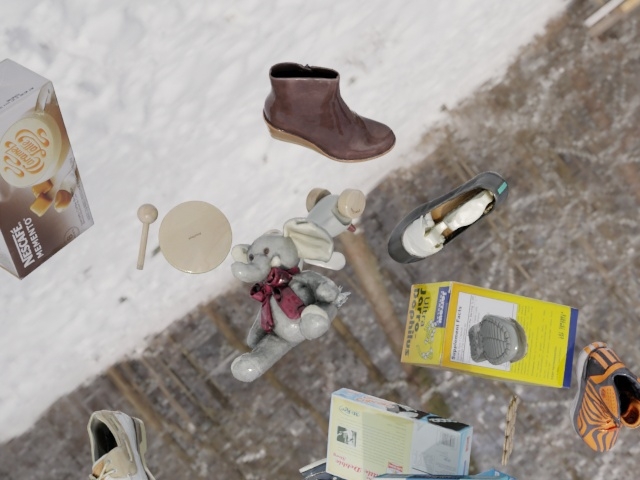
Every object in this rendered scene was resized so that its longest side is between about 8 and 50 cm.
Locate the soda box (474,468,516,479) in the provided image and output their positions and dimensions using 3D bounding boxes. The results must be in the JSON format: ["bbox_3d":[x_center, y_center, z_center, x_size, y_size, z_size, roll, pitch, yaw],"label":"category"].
[{"bbox_3d":[0.357,0.592,2.039,0.071,0.067,0.210,-36,-146,47],"label":"soda box"}]

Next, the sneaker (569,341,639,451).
[{"bbox_3d":[0.679,0.408,2.284,0.124,0.321,0.180,-22,-147,-10],"label":"sneaker"}]

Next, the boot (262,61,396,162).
[{"bbox_3d":[0.023,-0.224,1.713,0.207,0.248,0.090,104,-8,-66],"label":"boot"}]

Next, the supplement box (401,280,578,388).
[{"bbox_3d":[0.398,0.225,2.306,0.195,0.356,0.194,167,-66,-67],"label":"supplement box"}]

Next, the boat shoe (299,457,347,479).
[{"bbox_3d":[0.040,0.598,2.511,0.095,0.079,0.254,-21,162,28],"label":"boat shoe"}]

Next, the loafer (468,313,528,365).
[{"bbox_3d":[0.337,0.178,1.786,0.087,0.094,0.251,-6,175,-5],"label":"loafer"}]

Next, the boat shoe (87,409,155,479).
[{"bbox_3d":[-0.384,0.445,1.847,0.113,0.103,0.302,-49,-145,15],"label":"boat shoe"}]

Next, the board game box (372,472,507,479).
[{"bbox_3d":[0.234,0.621,1.866,0.253,0.336,0.079,-6,171,26],"label":"board game box"}]

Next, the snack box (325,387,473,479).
[{"bbox_3d":[0.161,0.446,2.080,0.322,0.187,0.060,12,-167,34],"label":"snack box"}]

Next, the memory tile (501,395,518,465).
[{"bbox_3d":[0.452,0.452,2.332,0.012,0.148,0.113,7,-170,18],"label":"memory tile"}]

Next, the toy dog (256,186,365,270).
[{"bbox_3d":[0.000,0.000,2.652,0.333,0.161,0.220,-42,-143,-8],"label":"toy dog"}]

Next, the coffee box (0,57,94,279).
[{"bbox_3d":[-0.402,-0.090,1.281,0.141,0.098,0.246,-41,145,-33],"label":"coffee box"}]

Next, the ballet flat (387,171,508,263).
[{"bbox_3d":[0.231,-0.036,1.858,0.280,0.095,0.096,-38,-171,24],"label":"ballet flat"}]

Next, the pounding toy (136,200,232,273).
[{"bbox_3d":[-0.344,-0.006,2.471,0.237,0.183,0.110,1,177,-9],"label":"pounding toy"}]

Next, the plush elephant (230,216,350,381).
[{"bbox_3d":[-0.088,0.095,2.132,0.272,0.255,0.330,-36,-178,36],"label":"plush elephant"}]
